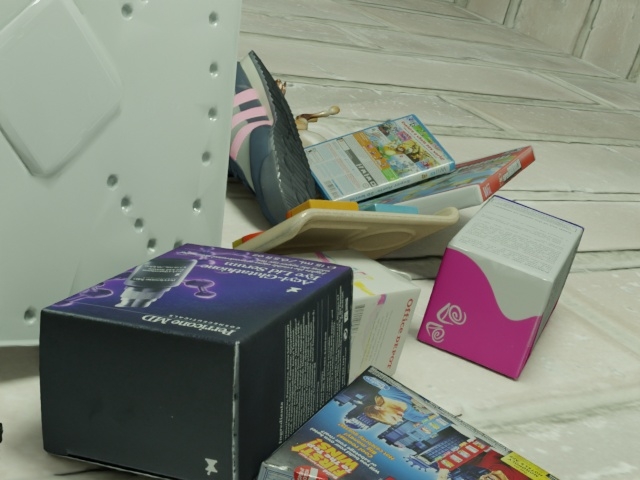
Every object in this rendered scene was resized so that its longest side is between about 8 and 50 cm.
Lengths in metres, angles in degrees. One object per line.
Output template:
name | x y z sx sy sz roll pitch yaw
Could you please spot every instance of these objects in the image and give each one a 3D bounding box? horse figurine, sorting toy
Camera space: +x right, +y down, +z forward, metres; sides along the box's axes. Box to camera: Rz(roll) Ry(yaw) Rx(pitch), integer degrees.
horse figurine | -0.003 -0.129 1.550 0.263 0.066 0.174 33 37 26
sorting toy | 0.000 0.000 1.103 0.208 0.038 0.193 -4 -15 -39

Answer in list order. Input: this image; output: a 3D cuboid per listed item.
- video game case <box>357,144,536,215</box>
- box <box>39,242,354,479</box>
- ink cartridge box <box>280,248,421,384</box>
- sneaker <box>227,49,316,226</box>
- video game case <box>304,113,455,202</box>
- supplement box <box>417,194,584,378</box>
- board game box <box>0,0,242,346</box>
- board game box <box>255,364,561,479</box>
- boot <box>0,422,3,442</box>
video game case | 0.134 -0.060 1.394 0.204 0.025 0.285 -13 8 25
box | -0.082 0.083 0.836 0.153 0.108 0.207 7 15 20
ink cartridge box | 0.013 0.068 1.020 0.090 0.092 0.143 31 23 36
sneaker | -0.092 -0.103 1.411 0.112 0.131 0.319 54 13 -38
video game case | 0.067 -0.100 1.434 0.166 0.015 0.119 -19 42 -13
supplement box | 0.193 0.042 1.202 0.114 0.111 0.220 21 20 13
board game box | -0.217 -0.117 0.866 0.050 0.390 0.390 6 1 38
board game box | 0.049 0.177 0.808 0.194 0.060 0.194 29 25 30
boot | -0.255 0.121 0.739 0.099 0.045 0.121 9 28 -15
